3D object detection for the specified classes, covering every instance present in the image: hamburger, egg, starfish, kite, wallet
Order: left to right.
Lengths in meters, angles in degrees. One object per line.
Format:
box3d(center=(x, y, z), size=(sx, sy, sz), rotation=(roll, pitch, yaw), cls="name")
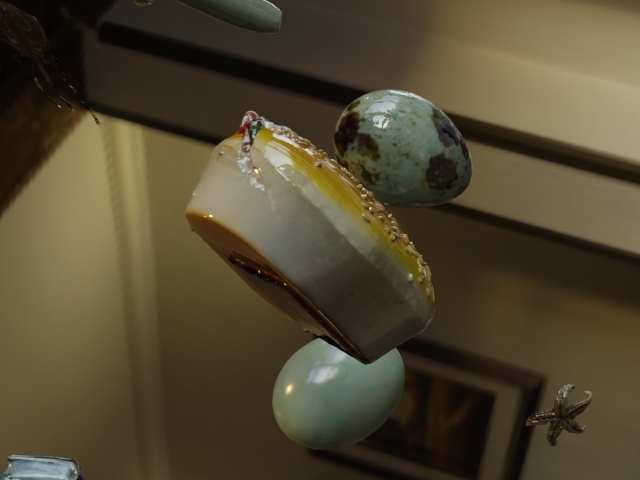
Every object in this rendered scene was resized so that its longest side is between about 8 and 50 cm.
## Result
box3d(center=(-0.410, -0.258, 1.870), size=(0.015, 0.152, 0.285), rotation=(-55, -32, -17), cls="kite")
box3d(center=(-0.438, 0.418, 2.120), size=(0.202, 0.141, 0.059), rotation=(77, -163, -55), cls="wallet")
box3d(center=(0.000, 0.000, 1.271), size=(0.151, 0.227, 0.295), rotation=(-49, -40, -10), cls="hamburger")
box3d(center=(0.025, 0.201, 1.746), size=(0.192, 0.149, 0.149), rotation=(-33, -29, -17), cls="egg")
box3d(center=(0.126, -0.130, 1.911), size=(0.169, 0.231, 0.169), rotation=(-40, 36, 39), cls="egg")
box3d(center=(0.297, 0.220, 1.596), size=(0.028, 0.078, 0.091), rotation=(-99, 18, -63), cls="starfish")

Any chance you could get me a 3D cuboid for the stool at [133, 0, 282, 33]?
box3d(center=(-0.132, -0.378, 1.629), size=(0.195, 0.198, 0.195), rotation=(114, 168, -79), cls="stool")
